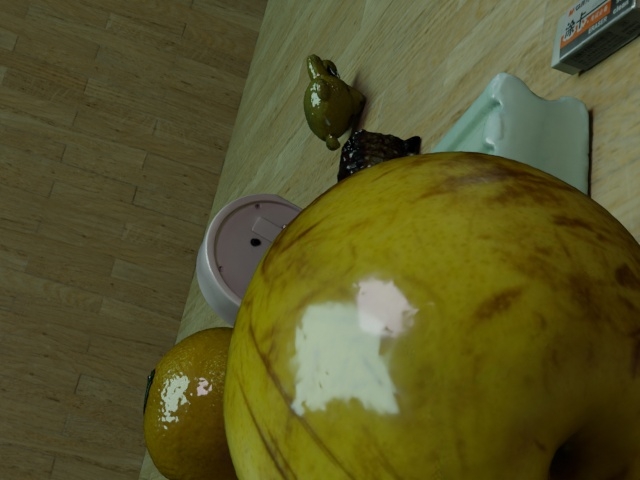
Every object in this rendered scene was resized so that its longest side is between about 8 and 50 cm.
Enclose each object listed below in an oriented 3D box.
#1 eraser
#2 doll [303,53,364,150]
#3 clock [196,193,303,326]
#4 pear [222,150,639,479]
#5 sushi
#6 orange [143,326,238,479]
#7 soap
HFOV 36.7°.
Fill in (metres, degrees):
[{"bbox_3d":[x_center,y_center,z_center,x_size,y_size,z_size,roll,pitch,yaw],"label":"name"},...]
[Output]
[{"bbox_3d":[0.227,-0.178,0.767,0.122,0.029,0.052,143,143,-69],"label":"eraser"},{"bbox_3d":[0.026,-0.238,1.571,0.209,0.097,0.137,-80,-25,-58],"label":"doll"},{"bbox_3d":[-0.075,0.034,1.371,0.068,0.196,0.197,126,157,-56],"label":"clock"},{"bbox_3d":[0.078,0.087,0.549,0.281,0.280,0.281,-163,90,-77],"label":"pear"},{"bbox_3d":[0.070,-0.082,1.195,0.084,0.098,0.094,-82,-3,-50],"label":"sushi"},{"bbox_3d":[-0.143,0.238,1.360,0.236,0.236,0.236,-163,90,-77],"label":"orange"},{"bbox_3d":[0.123,-0.005,0.843,0.265,0.087,0.160,129,155,-59],"label":"soap"}]
